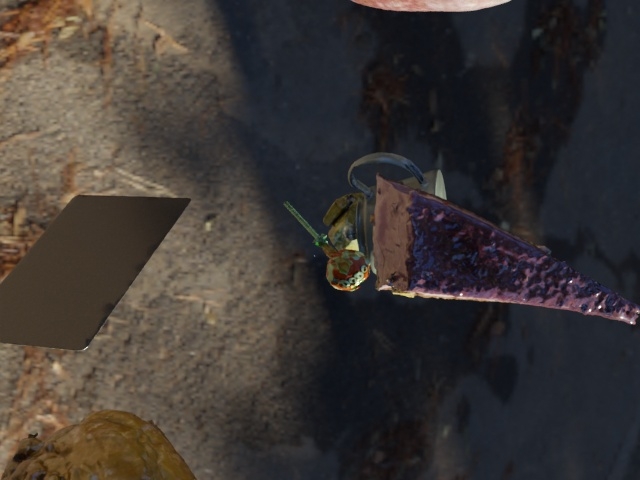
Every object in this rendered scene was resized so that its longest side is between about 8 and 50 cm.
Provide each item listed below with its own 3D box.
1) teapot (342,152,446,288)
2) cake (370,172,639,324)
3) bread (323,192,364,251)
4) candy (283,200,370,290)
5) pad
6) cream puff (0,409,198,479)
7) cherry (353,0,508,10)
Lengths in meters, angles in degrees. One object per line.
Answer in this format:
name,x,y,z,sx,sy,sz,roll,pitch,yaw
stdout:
teapot,0.102,-0.025,1.536,0.162,0.149,0.239,-78,159,-48
cake,0.179,0.036,1.084,0.295,0.116,0.113,19,94,-16
bread,0.068,-0.019,1.747,0.117,0.064,0.156,57,26,8
candy,0.000,0.000,1.365,0.055,0.185,0.049,-35,139,-9
pad,-0.221,0.023,0.986,0.211,0.143,0.003,-60,144,-44
cream puff,-0.231,0.359,1.190,0.231,0.327,0.343,-28,156,-22
cherry,0.152,-0.456,1.446,0.326,0.335,0.291,-61,146,-33
